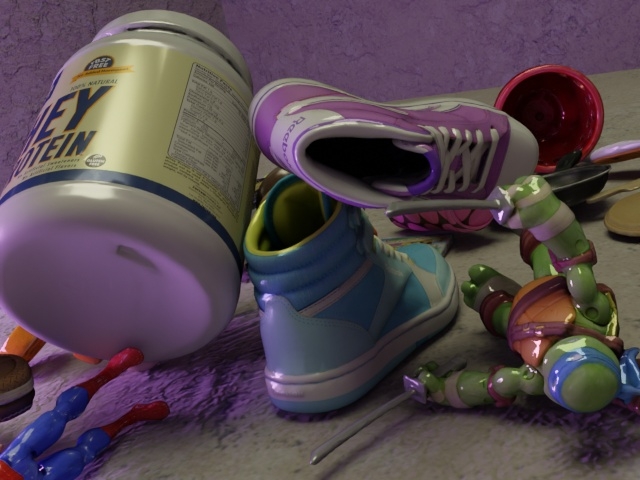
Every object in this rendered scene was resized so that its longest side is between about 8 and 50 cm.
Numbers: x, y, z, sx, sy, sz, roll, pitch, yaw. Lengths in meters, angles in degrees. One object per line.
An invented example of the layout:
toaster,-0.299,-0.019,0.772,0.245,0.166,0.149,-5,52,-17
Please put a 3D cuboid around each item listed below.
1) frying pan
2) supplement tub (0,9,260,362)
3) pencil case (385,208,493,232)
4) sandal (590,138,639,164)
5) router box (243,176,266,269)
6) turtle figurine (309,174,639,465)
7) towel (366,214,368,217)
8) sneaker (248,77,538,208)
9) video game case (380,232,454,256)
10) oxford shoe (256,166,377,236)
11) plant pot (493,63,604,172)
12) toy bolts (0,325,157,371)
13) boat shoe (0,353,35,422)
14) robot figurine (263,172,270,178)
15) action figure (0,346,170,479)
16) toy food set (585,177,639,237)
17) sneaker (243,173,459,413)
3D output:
frying pan,0.341,-0.084,1.177,0.197,0.053,0.326,-15,6,11
supplement tub,-0.184,-0.065,0.780,0.235,0.235,0.325,-9,46,13
pencil case,0.178,-0.061,1.108,0.098,0.095,0.209,-60,22,-10
sandal,0.549,-0.131,1.162,0.102,0.076,0.265,-4,-7,-38
router box,-0.133,-0.035,1.269,0.242,0.081,0.309,-7,17,37
turtle figurine,0.136,0.037,0.631,0.274,0.198,0.266,-5,14,13
towel,0.000,0.000,1.202,0.102,0.021,0.237,-7,16,21
sneaker,0.091,-0.062,0.629,0.282,0.102,0.161,2,20,-23
video game case,0.108,0.026,1.033,0.119,0.015,0.166,-6,17,24
oxford shoe,-0.024,-0.046,0.927,0.130,0.133,0.364,-32,-12,3
plant pot,0.410,-0.230,1.393,0.191,0.191,0.174,-9,13,11
toy bolts,-0.260,0.098,0.938,0.218,0.158,0.228,-50,5,33
boat shoe,-0.345,0.168,0.723,0.257,0.095,0.095,-9,9,43
robot figurine,-0.086,-0.107,1.566,0.101,0.067,0.115,-29,19,-13
action figure,-0.208,0.171,0.591,0.139,0.092,0.280,-21,8,35
toy food set,0.431,-0.029,0.958,0.132,0.039,0.192,-19,20,3
sneaker,0.042,0.012,0.767,0.127,0.208,0.319,-5,17,32
